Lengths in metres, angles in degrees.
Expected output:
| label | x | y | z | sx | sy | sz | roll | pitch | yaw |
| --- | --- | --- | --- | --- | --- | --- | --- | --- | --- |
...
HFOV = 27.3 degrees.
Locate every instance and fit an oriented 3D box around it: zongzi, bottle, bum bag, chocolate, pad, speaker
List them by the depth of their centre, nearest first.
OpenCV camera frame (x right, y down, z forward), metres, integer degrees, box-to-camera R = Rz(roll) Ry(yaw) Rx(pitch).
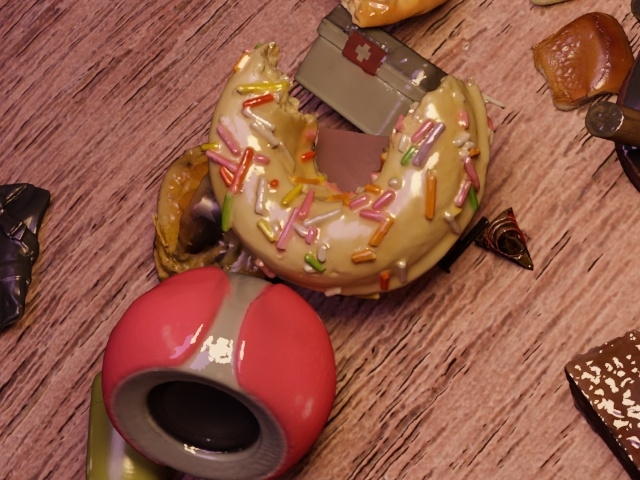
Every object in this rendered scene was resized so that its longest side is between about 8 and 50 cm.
| label | x | y | z | sx | sy | sz | roll | pitch | yaw |
| --- | --- | --- | --- | --- | --- | --- | --- | --- | --- |
| chocolate | 0.411 | 0.254 | 1.498 | 0.112 | 0.112 | 0.321 | -33 | 59 | -1 |
| speaker | -0.134 | 0.169 | 1.662 | 0.294 | 0.294 | 0.294 | -9 | 67 | 22 |
| zongzi | 0.247 | 0.009 | 1.698 | 0.067 | 0.073 | 0.083 | -41 | 20 | 6 |
| pad | 0.027 | -0.052 | 1.735 | 0.113 | 0.006 | 0.187 | 11 | 89 | 32 |
| bottle | -0.260 | 0.305 | 1.775 | 0.112 | 0.112 | 0.260 | -8 | 68 | 22 |
| bum bag | -0.486 | 0.020 | 2.018 | 0.123 | 0.060 | 0.248 | -7 | 67 | 23 |

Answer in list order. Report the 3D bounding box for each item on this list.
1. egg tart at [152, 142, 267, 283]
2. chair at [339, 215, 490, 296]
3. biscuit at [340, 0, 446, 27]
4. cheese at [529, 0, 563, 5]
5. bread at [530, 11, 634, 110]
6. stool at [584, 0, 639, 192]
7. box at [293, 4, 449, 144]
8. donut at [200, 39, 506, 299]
| label | x | y | z | sx | sy | sz | roll | pitch | yaw |
| --- | --- | --- | --- | --- | --- | --- | --- | --- | --- |
| egg tart | -0.146 | -0.053 | 1.835 | 0.297 | 0.132 | 0.297 | -23 | 52 | 33 |
| chair | 0.110 | 0.016 | 1.735 | 0.212 | 0.084 | 0.101 | -49 | 55 | 1 |
| biscuit | 0.089 | -0.393 | 1.852 | 0.205 | 0.040 | 0.309 | -11 | 38 | -14 |
| cheese | 0.395 | -0.393 | 1.777 | 0.235 | 0.050 | 0.127 | -7 | 67 | 24 |
| bread | 0.348 | -0.240 | 1.746 | 0.126 | 0.044 | 0.129 | -24 | 66 | 16 |
| stool | 0.462 | -0.170 | 1.575 | 0.272 | 0.178 | 0.272 | -9 | 72 | 28 |
| box | 0.079 | -0.215 | 1.804 | 0.210 | 0.148 | 0.129 | 39 | 101 | 31 |
| donut | 0.017 | -0.086 | 1.645 | 0.371 | 0.150 | 0.307 | 14 | 89 | 18 |
